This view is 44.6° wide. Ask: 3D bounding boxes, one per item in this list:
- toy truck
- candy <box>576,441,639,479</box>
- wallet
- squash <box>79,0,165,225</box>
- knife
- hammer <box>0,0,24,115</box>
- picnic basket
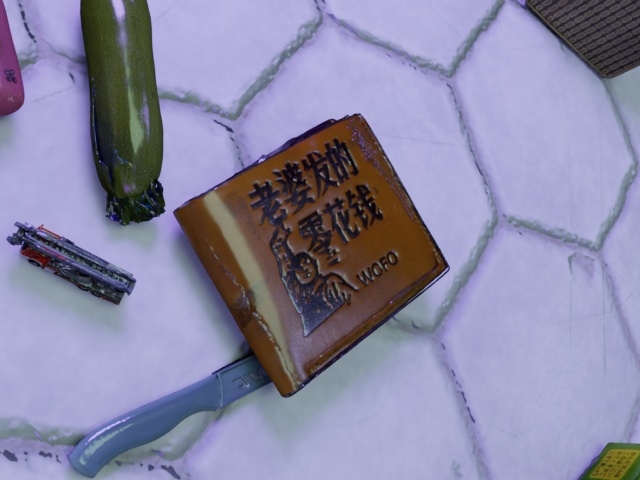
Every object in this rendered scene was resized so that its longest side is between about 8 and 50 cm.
[{"bbox_3d":[-0.158,0.013,0.496,0.083,0.032,0.024,31,65,-22],"label":"toy truck"},{"bbox_3d":[0.302,0.293,0.710,0.097,0.062,0.194,-31,96,-37],"label":"candy"},{"bbox_3d":[0.001,-0.002,0.592,0.195,0.042,0.161,-33,92,-39],"label":"wallet"},{"bbox_3d":[-0.136,-0.102,0.535,0.052,0.052,0.183,0,80,-34],"label":"squash"},{"bbox_3d":[-0.074,0.105,0.537,0.210,0.015,0.028,-22,83,-37],"label":"knife"},{"bbox_3d":[-0.214,-0.119,0.492,0.043,0.043,0.083,-11,85,-36],"label":"hammer"},{"bbox_3d":[0.315,-0.265,0.845,0.164,0.115,0.079,35,62,-21],"label":"picnic basket"}]
